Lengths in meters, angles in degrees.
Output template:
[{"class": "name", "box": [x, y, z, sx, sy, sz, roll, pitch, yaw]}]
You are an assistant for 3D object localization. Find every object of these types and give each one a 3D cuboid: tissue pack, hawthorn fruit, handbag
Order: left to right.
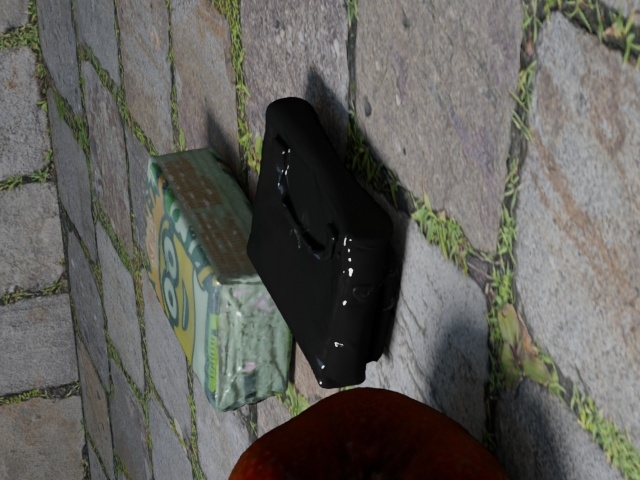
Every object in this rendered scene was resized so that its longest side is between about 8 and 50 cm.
[{"class": "tissue pack", "box": [-0.145, 0.047, 1.882, 0.311, 0.128, 0.228, -125, 32, -46]}, {"class": "handbag", "box": [0.000, 0.000, 1.528, 0.275, 0.088, 0.244, -119, 28, -46]}, {"class": "hawthorn fruit", "box": [0.054, 0.281, 1.302, 0.311, 0.295, 0.295, 17, -120, -85]}]
